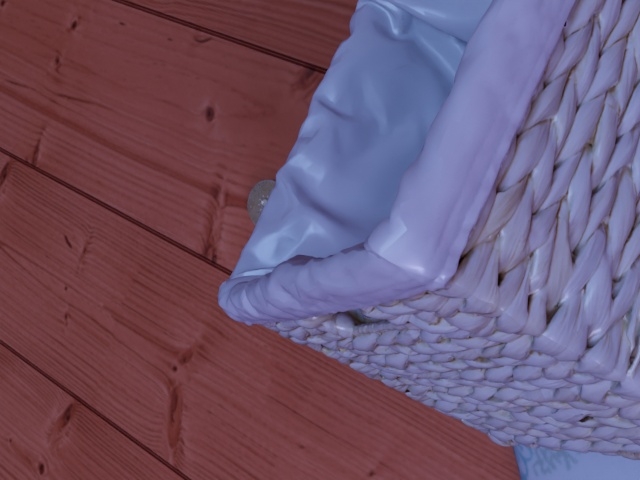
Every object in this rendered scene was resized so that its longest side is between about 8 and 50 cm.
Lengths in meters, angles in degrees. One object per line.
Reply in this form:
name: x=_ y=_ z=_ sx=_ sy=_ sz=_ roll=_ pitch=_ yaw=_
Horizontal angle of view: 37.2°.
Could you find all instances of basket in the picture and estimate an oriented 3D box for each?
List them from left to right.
basket: x=0.143 y=-0.051 z=0.633 sx=0.331 sy=0.267 sz=0.328 roll=-66 pitch=15 yaw=-16

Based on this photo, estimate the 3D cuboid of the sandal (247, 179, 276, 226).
sandal: x=-0.002 y=0.006 z=0.965 sx=0.240 sy=0.079 sz=0.088 roll=32 pitch=107 yaw=32

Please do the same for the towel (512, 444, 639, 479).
towel: x=0.309 y=0.206 z=0.694 sx=0.375 sy=0.090 sz=0.320 roll=-21 pitch=75 yaw=47
